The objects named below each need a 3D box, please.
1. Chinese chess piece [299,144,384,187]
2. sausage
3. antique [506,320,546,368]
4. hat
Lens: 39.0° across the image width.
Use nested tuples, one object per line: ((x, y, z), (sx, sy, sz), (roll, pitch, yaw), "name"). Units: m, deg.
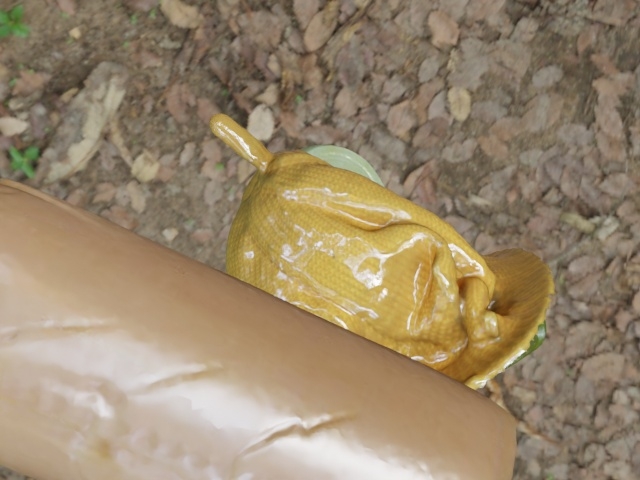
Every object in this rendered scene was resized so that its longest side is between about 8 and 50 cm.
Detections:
((0.006, -0.032, 0.968), (0.144, 0.144, 0.058), (50, 150, -11), "Chinese chess piece")
((-0.058, 0.075, 0.428), (0.304, 0.121, 0.121), (25, 128, -10), "sausage")
((0.185, 0.125, 1.177), (0.220, 0.080, 0.081), (-10, 130, -10), "antique")
((0.000, 0.000, 0.650), (0.233, 0.233, 0.244), (50, 167, -11), "hat")
